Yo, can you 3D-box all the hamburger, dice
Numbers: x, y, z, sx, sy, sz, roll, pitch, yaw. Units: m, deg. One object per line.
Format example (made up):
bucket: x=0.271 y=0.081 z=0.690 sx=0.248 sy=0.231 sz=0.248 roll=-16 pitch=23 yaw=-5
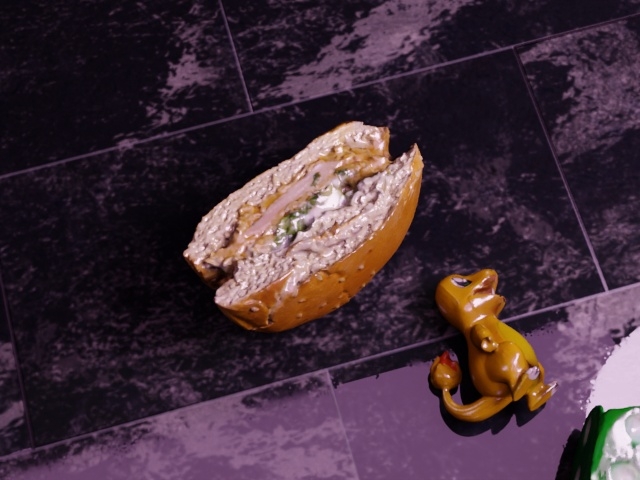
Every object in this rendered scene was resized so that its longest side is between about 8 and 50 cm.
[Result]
hamburger: x=0.000 y=0.000 z=1.307 sx=0.283 sy=0.156 sz=0.144 roll=-35 pitch=54 yaw=-13
dice: x=0.329 y=0.240 z=1.220 sx=0.128 sy=0.131 sz=0.120 roll=16 pitch=70 yaw=5

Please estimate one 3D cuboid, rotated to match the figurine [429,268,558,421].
figurine: x=0.167 y=0.117 z=1.302 sx=0.122 sy=0.121 sz=0.176 roll=-35 pitch=55 yaw=17
